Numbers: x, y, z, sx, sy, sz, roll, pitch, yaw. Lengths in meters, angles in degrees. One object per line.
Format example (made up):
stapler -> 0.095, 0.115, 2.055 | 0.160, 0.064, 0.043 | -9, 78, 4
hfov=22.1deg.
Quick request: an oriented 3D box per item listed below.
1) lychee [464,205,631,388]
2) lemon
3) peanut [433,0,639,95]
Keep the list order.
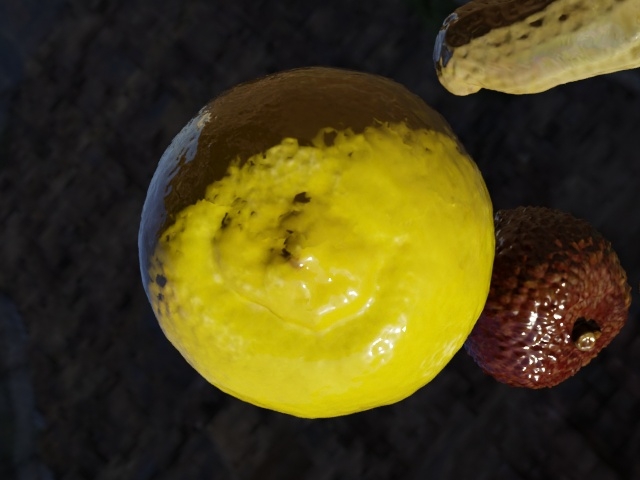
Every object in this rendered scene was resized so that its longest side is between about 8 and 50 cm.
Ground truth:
lychee -> 0.218, 0.055, 1.669 | 0.194, 0.194, 0.194 | 41, -177, -3
lemon -> 0.000, 0.000, 1.497 | 0.348, 0.348, 0.348 | 41, -177, -3
peanut -> 0.174, -0.158, 1.219 | 0.083, 0.194, 0.093 | -70, -35, -56
